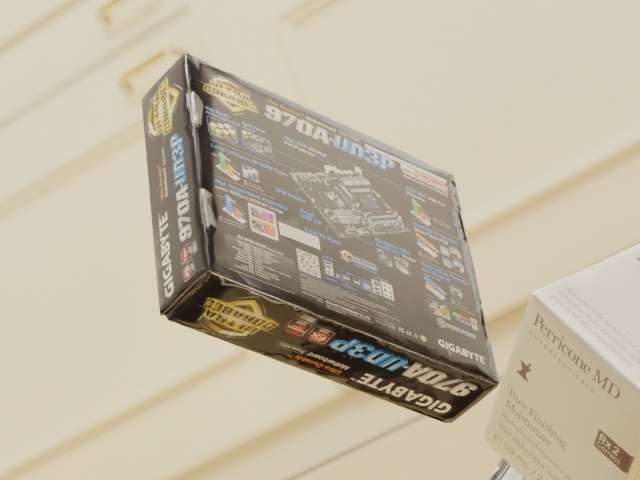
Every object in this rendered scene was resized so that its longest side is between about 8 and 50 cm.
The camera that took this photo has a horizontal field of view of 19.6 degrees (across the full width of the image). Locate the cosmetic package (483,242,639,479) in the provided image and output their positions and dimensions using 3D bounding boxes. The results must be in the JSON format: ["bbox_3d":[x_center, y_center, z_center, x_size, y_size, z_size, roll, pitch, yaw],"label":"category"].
[{"bbox_3d":[0.259,0.129,1.585,0.151,0.183,0.151,-22,-130,-34],"label":"cosmetic package"}]

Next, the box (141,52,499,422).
[{"bbox_3d":[0.000,0.000,1.117,0.220,0.051,0.175,22,-139,-32],"label":"box"}]

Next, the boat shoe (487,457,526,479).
[{"bbox_3d":[0.206,0.275,1.782,0.121,0.335,0.119,32,172,5],"label":"boat shoe"}]
